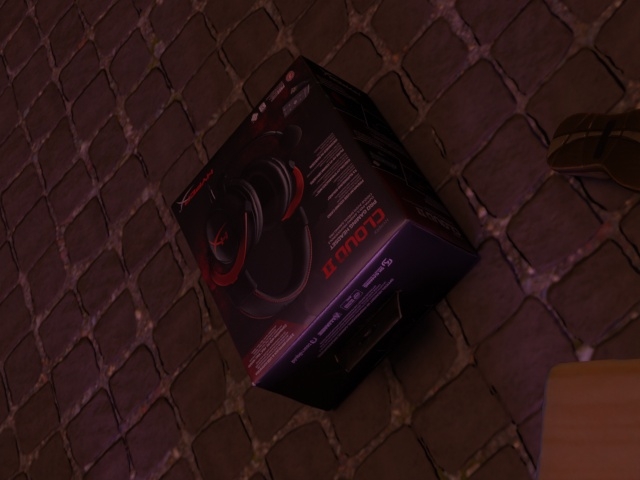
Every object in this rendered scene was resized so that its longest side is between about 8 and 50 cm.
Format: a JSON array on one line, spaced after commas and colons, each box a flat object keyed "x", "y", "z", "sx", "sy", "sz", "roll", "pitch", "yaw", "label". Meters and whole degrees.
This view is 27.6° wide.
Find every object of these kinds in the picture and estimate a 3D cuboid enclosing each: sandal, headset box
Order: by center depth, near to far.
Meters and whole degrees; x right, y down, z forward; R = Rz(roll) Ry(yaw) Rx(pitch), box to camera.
[{"x": 0.255, "y": -0.069, "z": 1.067, "sx": 0.072, "sy": 0.049, "sz": 0.180, "roll": -63, "pitch": 27, "yaw": -6, "label": "sandal"}, {"x": 0.000, "y": 0.000, "z": 1.243, "sx": 0.218, "sy": 0.110, "sz": 0.293, "roll": -47, "pitch": 45, "yaw": 19, "label": "headset box"}]

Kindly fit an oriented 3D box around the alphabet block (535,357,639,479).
[{"x": 0.267, "y": 0.185, "z": 0.828, "sx": 0.197, "sy": 0.192, "sz": 0.193, "roll": -8, "pitch": 68, "yaw": 43, "label": "alphabet block"}]
